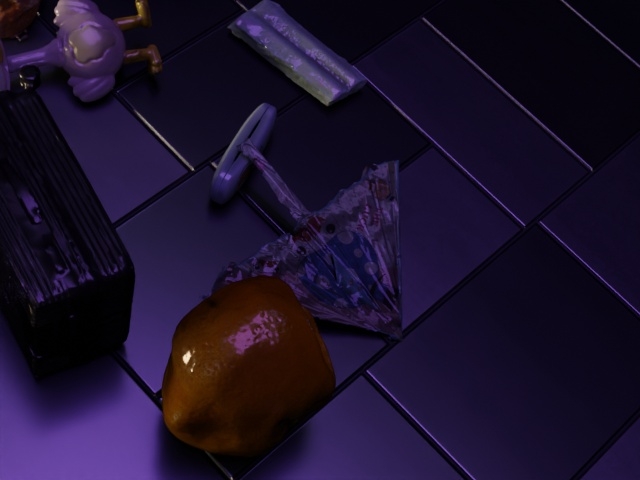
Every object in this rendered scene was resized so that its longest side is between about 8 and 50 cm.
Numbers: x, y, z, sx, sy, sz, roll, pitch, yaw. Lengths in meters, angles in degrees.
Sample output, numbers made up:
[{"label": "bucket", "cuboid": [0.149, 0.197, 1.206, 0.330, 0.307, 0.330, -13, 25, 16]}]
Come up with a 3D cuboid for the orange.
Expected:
[{"label": "orange", "cuboid": [-0.092, 0.174, 1.543, 0.249, 0.249, 0.183, -28, 63, -25]}]

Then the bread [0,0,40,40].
[{"label": "bread", "cuboid": [-0.509, -0.424, 1.869, 0.190, 0.123, 0.244, -29, 71, -27]}]

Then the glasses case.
[{"label": "glasses case", "cuboid": [-0.113, -0.129, 1.810, 0.045, 0.067, 0.178, 27, 59, 4]}]

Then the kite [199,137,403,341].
[{"label": "kite", "cuboid": [0.000, 0.000, 1.749, 0.406, 0.014, 0.368, -36, 84, -32]}]

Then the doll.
[{"label": "doll", "cuboid": [-0.420, -0.271, 1.806, 0.365, 0.094, 0.160, -12, 91, -24]}]

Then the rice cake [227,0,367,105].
[{"label": "rice cake", "cuboid": [-0.036, -0.295, 1.940, 0.226, 0.040, 0.085, 40, 60, 12]}]

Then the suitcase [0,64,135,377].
[{"label": "suitcase", "cuboid": [-0.368, -0.020, 1.598, 0.152, 0.230, 0.335, -23, 67, -22]}]
